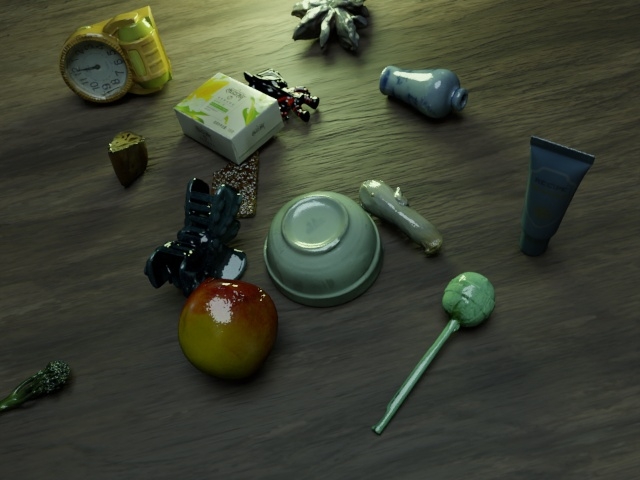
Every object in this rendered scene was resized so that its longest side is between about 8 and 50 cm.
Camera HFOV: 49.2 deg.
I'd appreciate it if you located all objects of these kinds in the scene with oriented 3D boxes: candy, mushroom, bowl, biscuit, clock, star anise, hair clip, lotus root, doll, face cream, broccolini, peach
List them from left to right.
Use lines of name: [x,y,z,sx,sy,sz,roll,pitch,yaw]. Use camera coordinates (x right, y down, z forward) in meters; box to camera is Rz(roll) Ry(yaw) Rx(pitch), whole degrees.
broccolini: [-0.680,0.355,1.650,0.202,0.068,0.091,-34,44,2]
clock: [-0.639,-0.564,2.162,0.316,0.244,0.200,-14,35,3]
lotus root: [-0.539,-0.241,1.986,0.095,0.135,0.159,-3,42,3]
hair clip: [-0.303,0.007,1.743,0.194,0.206,0.310,14,63,22]
peach: [-0.210,0.196,1.588,0.230,0.231,0.231,-3,55,5]
biscuit: [-0.241,-0.161,1.956,0.131,0.026,0.237,-2,56,3]
doll: [-0.129,-0.440,2.106,0.248,0.088,0.127,26,41,12]
bowl: [0.000,0.000,1.743,0.307,0.163,0.307,-5,56,7]
star anise: [0.036,-0.748,2.260,0.315,0.139,0.359,-23,56,-17]
mushroom: [0.203,-0.063,1.793,0.099,0.096,0.278,-40,61,-17]
candy: [0.255,0.255,1.580,0.119,0.119,0.440,30,71,24]
face cream: [0.517,-0.091,1.599,0.135,0.385,0.086,23,63,19]

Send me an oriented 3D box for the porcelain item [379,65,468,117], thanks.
porcelain item: [0.299,-0.437,2.022,0.259,0.141,0.141,22,61,29]

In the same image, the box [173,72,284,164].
box: [-0.267,-0.359,2.033,0.260,0.111,0.194,29,62,33]
